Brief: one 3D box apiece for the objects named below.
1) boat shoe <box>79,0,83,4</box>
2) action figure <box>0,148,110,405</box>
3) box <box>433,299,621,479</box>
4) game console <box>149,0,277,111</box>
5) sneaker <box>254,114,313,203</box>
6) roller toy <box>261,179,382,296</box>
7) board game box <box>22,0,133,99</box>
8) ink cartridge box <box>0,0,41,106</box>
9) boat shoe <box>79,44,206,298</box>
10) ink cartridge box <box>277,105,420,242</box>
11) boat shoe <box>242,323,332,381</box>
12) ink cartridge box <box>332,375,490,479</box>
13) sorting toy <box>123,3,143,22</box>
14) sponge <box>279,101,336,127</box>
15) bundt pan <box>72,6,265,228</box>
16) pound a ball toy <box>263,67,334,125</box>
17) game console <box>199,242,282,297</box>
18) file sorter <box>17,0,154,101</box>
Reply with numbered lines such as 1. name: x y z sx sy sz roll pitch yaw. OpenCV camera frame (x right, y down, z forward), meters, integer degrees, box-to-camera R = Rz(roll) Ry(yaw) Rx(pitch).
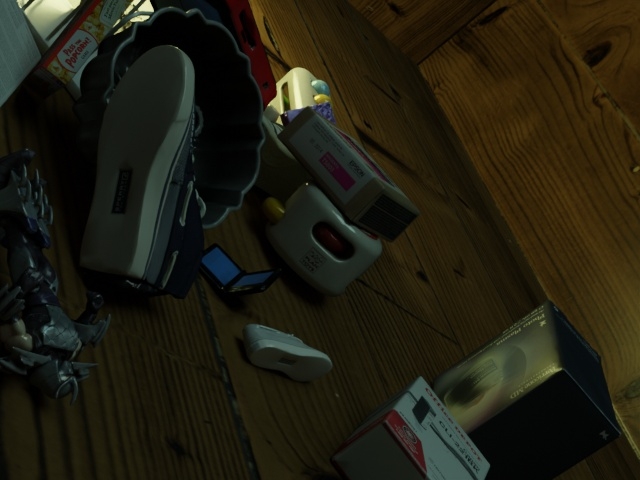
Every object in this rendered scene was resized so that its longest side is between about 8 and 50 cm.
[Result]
1. boat shoe: -0.345 -0.470 2.020 0.084 0.233 0.079 41 33 8
2. action figure: -0.315 0.051 1.292 0.185 0.099 0.285 54 15 -69
3. box: 0.375 0.307 2.174 0.183 0.296 0.294 48 18 -14
4. game console: -0.235 -0.425 2.146 0.342 0.060 0.386 37 -18 27
5. sneaker: -0.135 -0.193 2.207 0.350 0.131 0.148 41 13 -45
6. roller toy: 0.000 0.000 2.101 0.209 0.146 0.191 32 15 -53
7. board game box: -0.344 -0.300 1.688 0.045 0.193 0.147 39 -18 -19
8. ink cartridge box: -0.468 -0.267 1.550 0.225 0.056 0.181 -69 148 -50
9. boat shoe: -0.216 -0.080 1.574 0.158 0.127 0.340 31 72 -59
10. ink cartridge box: 0.054 -0.119 2.127 0.235 0.088 0.193 50 10 25
11. boat shoe: -0.054 0.170 1.794 0.184 0.066 0.063 17 38 -45
12. ink cartridge box: 0.151 0.352 1.841 0.197 0.114 0.273 52 17 4
13. sorting toy: -0.370 -0.447 2.280 0.062 0.012 0.083 48 21 6
14. sponge: -0.003 -0.175 2.406 0.117 0.031 0.210 -19 95 -36
15. bundt pan: -0.235 -0.176 1.726 0.331 0.124 0.331 -1 91 -51
16. pound a ball toy: -0.054 -0.283 2.535 0.208 0.136 0.319 43 19 -25
17. game console: -0.129 0.041 1.840 0.122 0.107 0.071 -46 126 -71
18. file sorter: -0.358 -0.364 1.895 0.278 0.173 0.193 54 19 5
